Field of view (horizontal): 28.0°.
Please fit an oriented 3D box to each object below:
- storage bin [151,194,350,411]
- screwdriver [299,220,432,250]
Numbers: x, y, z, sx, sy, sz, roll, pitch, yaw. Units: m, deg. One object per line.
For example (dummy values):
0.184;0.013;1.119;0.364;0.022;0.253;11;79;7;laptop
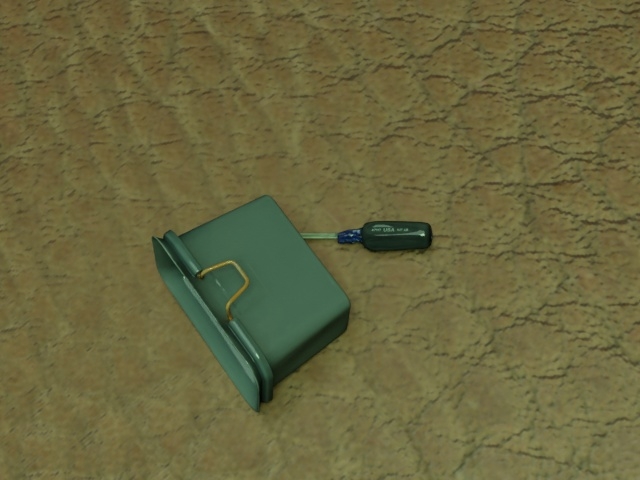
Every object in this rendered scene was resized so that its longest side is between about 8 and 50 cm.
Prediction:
-0.045;0.034;0.905;0.091;0.098;0.135;-33;70;-16;storage bin
0.000;0.000;0.958;0.170;0.024;0.025;-5;92;16;screwdriver
